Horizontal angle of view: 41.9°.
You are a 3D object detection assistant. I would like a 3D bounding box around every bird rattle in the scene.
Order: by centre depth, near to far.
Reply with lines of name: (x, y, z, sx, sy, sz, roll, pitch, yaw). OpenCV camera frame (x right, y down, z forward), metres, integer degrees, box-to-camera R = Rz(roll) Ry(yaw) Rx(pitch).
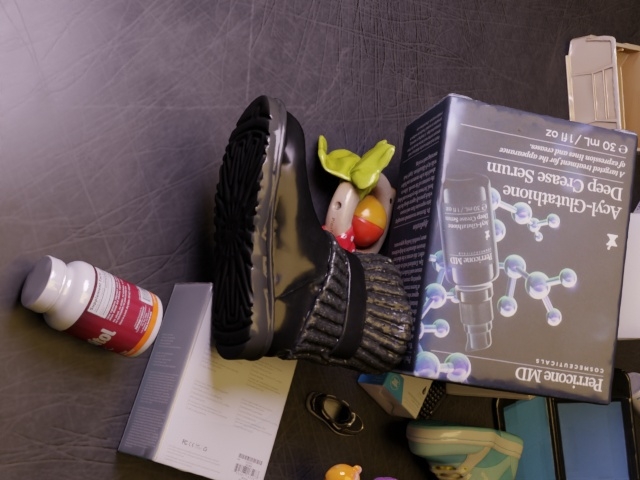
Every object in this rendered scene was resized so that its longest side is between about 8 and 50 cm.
bird rattle: (0.055, -0.030, 1.289, 0.207, 0.143, 0.253, 26, 72, -57)

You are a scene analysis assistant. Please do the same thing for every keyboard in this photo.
keyboard: (0.200, 0.245, 1.475, 0.180, 0.023, 0.108, -44, 116, -37)

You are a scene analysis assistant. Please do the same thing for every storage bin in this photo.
storage bin: (0.681, -0.323, 1.892, 0.262, 0.123, 0.260, -4, 91, -43)

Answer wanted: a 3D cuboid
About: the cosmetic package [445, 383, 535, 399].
cosmetic package: (0.318, 0.086, 1.467, 0.197, 0.155, 0.366, 15, 76, -63)

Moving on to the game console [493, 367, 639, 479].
game console: (0.492, 0.417, 1.648, 0.173, 0.250, 0.293, -21, 104, -69)

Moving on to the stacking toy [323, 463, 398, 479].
stacking toy: (0.107, 0.428, 1.268, 0.175, 0.166, 0.302, -42, 114, 9)

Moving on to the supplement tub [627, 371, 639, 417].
supplement tub: (0.742, 0.362, 1.948, 0.107, 0.071, 0.071, 46, 58, -33)

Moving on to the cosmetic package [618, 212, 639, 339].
cosmetic package: (0.502, 0.068, 1.533, 0.156, 0.385, 0.217, 0, 88, 1)

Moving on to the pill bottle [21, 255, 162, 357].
pill bottle: (-0.271, 0.077, 0.995, 0.152, 0.086, 0.086, 31, 67, -37)

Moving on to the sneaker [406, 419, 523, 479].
sneaker: (0.244, 0.419, 1.424, 0.319, 0.127, 0.208, 24, 72, -46)

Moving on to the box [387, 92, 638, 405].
box: (0.266, 0.021, 1.238, 0.293, 0.212, 0.395, 9, 83, -11)

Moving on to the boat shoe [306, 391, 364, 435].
boat shoe: (0.031, 0.271, 1.302, 0.125, 0.038, 0.046, 42, 61, -33)

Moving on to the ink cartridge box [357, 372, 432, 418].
ink cartridge box: (0.146, 0.192, 1.400, 0.104, 0.060, 0.180, 48, 57, -31)

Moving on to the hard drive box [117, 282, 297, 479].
hard drive box: (-0.137, 0.195, 1.112, 0.181, 0.089, 0.232, 32, 67, -38)

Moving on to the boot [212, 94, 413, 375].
boot: (-0.002, 0.001, 1.100, 0.260, 0.131, 0.348, 7, 86, -33)

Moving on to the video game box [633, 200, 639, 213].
video game box: (0.863, -0.094, 1.997, 0.048, 0.205, 0.187, 54, 54, -22)
